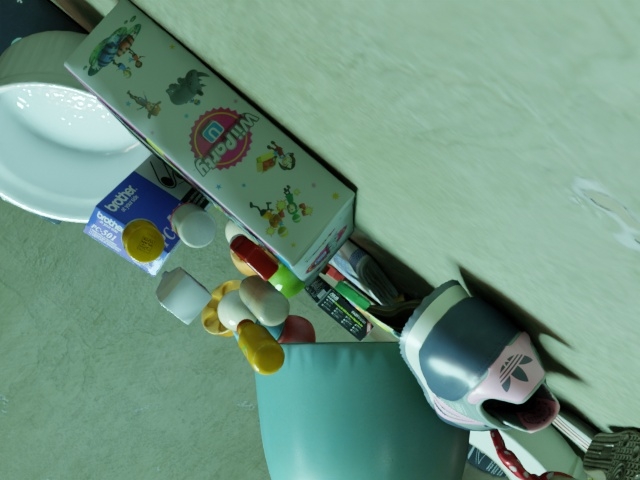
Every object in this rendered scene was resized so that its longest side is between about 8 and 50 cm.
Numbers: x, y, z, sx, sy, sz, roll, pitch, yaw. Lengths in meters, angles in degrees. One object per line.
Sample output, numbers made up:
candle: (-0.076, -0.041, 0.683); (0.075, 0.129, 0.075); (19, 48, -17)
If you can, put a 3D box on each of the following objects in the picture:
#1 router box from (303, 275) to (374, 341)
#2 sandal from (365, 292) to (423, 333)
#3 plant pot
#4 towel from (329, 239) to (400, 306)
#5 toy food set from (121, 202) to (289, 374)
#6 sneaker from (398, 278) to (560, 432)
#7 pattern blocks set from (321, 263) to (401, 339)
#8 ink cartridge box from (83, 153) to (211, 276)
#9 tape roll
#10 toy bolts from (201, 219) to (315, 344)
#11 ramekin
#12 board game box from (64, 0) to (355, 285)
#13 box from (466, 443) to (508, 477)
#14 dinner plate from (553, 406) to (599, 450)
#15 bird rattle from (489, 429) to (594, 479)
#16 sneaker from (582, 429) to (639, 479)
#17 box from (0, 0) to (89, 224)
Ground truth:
router box: (0.027, 0.112, 1.284); (0.122, 0.038, 0.092); (43, 179, -30)
sandal: (0.123, 0.097, 1.028); (0.072, 0.049, 0.180); (36, 161, -9)
plant pot: (0.059, 0.249, 0.957); (0.293, 0.235, 0.293); (-1, 172, 0)
towel: (0.000, 0.000, 1.138); (0.285, 0.034, 0.209); (38, 173, 31)
toy food set: (-0.118, 0.038, 0.828); (0.232, 0.111, 0.104); (42, 176, -25)
sneaker: (0.179, 0.157, 0.747); (0.131, 0.112, 0.319); (38, 176, 34)
pattern blocks set: (0.090, 0.118, 1.296); (0.285, 0.026, 0.325); (37, -179, 10)
ink cartridge box: (-0.192, -0.048, 0.908); (0.097, 0.046, 0.207); (34, -147, -6)
tape roll: (0.258, 0.367, 1.265); (0.392, 0.072, 0.392); (28, 144, 22)
toy bolts: (-0.126, 0.086, 1.144); (0.158, 0.218, 0.228); (44, -160, -43)
ramekin: (-0.349, -0.160, 1.051); (0.277, 0.277, 0.135); (46, -146, -43)
board game box: (-0.104, -0.090, 0.806); (0.303, 0.097, 0.224); (40, 175, 8)
box: (0.387, 0.465, 1.566); (0.108, 0.153, 0.207); (42, 176, -22)
dinner plate: (0.323, 0.239, 0.903); (0.141, 0.017, 0.141); (40, 174, 5)
bird rattle: (0.315, 0.299, 0.842); (0.253, 0.143, 0.207); (38, 157, -16)
sneaker: (0.309, 0.220, 0.702); (0.071, 0.066, 0.188); (23, 177, 8)
box: (-0.541, -0.273, 1.300); (0.395, 0.293, 0.212); (39, 175, 9)
